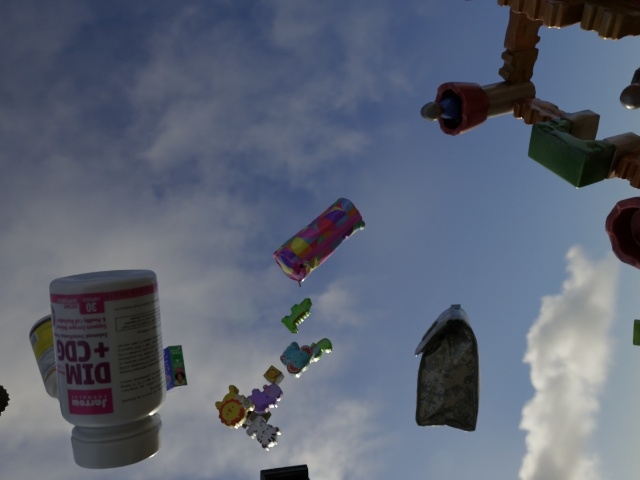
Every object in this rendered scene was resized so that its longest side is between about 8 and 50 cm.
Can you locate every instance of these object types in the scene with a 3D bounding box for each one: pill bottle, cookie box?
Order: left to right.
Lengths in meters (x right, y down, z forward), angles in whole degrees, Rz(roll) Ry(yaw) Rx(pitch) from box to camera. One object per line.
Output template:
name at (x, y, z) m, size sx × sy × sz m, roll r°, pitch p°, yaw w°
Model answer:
pill bottle at (-0.564, 0.270, 1.393) m, size 0.117 × 0.215 × 0.117 m, roll -24°, pitch -37°, yaw -20°
pill bottle at (-0.326, 0.193, 0.976) m, size 0.160 × 0.161 × 0.282 m, roll -10°, pitch -83°, yaw -57°
cookie box at (-0.391, 0.337, 1.641) m, size 0.040 × 0.092 × 0.107 m, roll 0°, pitch -112°, yaw -37°

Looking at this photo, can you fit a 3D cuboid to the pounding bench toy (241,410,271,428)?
pounding bench toy at (-0.170, 0.399, 1.465) m, size 0.052 × 0.065 × 0.083 m, roll -55°, pitch -53°, yaw -37°

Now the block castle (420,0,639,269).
block castle at (0.321, -0.204, 0.794) m, size 0.213 × 0.453 × 0.302 m, roll -16°, pitch -51°, yaw -19°

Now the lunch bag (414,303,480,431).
lunch bag at (0.327, 0.313, 1.608) m, size 0.235 × 0.169 × 0.286 m, roll -2°, pitch -85°, yaw -78°

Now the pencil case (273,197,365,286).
pencil case at (0.000, 0.000, 1.459) m, size 0.236 × 0.105 × 0.104 m, roll -43°, pitch -46°, yaw -24°

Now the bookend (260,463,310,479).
bookend at (-0.033, 0.418, 0.852) m, size 0.073 × 0.157 × 0.156 m, roll -2°, pitch -82°, yaw -16°

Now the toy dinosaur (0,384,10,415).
toy dinosaur at (-0.687, 0.381, 1.226) m, size 0.160 × 0.121 × 0.313 m, roll 43°, pitch -161°, yaw -49°

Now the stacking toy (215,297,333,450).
stacking toy at (-0.059, 0.215, 0.981) m, size 0.221 × 0.052 × 0.167 m, roll -51°, pitch -28°, yaw -18°

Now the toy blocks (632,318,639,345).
toy blocks at (0.622, 0.204, 0.832) m, size 0.261 × 0.382 × 0.190 m, roll -50°, pitch -44°, yaw -48°
